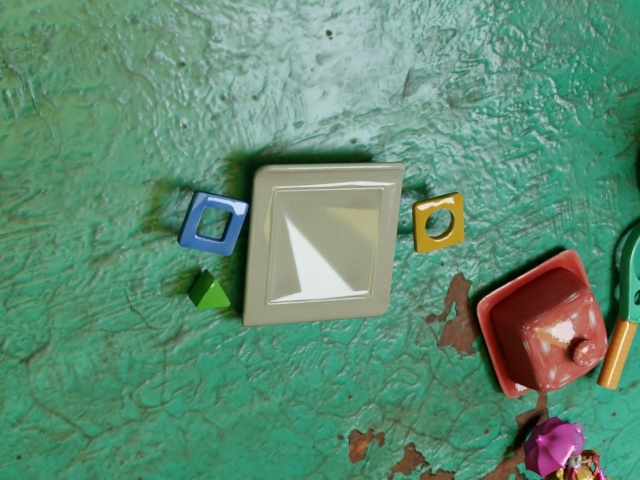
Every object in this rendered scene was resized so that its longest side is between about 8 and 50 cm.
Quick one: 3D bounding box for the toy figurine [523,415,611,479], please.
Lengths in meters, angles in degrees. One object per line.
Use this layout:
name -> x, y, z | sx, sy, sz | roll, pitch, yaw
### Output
toy figurine -> 0.328, 0.303, 1.638 | 0.173, 0.130, 0.159 | -26, 109, -40

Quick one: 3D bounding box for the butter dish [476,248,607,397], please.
butter dish -> 0.295, 0.119, 1.541 | 0.160, 0.118, 0.160 | -28, 118, -14

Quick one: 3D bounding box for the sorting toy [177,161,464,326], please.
sorting toy -> 0.000, 0.000, 1.402 | 0.348, 0.047, 0.196 | -3, 113, -24

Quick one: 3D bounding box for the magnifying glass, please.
magnifying glass -> 0.407, 0.081, 1.620 | 0.092, 0.026, 0.231 | 15, 96, -37
